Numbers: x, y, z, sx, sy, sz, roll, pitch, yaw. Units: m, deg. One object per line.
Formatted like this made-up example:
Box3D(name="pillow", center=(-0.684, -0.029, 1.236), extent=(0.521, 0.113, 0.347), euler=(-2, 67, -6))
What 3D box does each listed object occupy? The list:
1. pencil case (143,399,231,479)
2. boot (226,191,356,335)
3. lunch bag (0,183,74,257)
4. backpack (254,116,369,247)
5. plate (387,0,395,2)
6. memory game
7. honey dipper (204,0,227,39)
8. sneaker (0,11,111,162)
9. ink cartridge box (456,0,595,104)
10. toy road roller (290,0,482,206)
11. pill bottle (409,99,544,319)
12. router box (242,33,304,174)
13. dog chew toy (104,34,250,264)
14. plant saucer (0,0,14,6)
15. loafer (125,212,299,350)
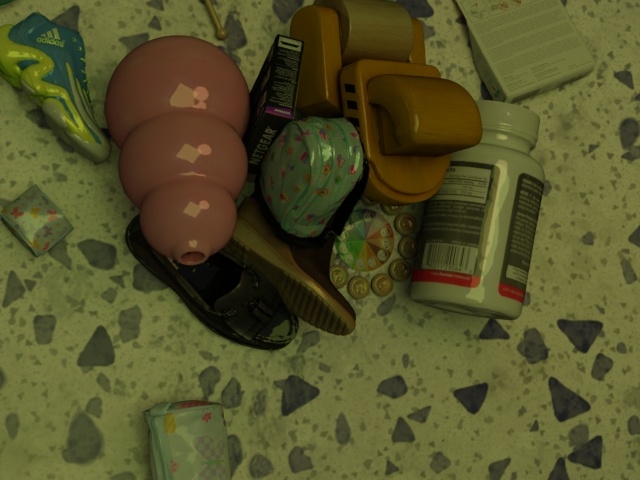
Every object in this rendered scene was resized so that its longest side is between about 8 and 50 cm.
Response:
Box3D(name="pencil case", center=(-0.187, 0.363, 1.599), extent=(0.124, 0.113, 0.273), euler=(-1, 85, -40))
Box3D(name="boot", center=(0.000, 0.000, 1.663), extent=(0.248, 0.090, 0.207), euler=(41, 56, 3))
Box3D(name="lunch bag", center=(-0.404, -0.025, 1.593), extent=(0.083, 0.053, 0.071), euler=(45, 72, 0))
Box3D(name="backpack", center=(-0.015, -0.090, 1.554), extent=(0.115, 0.182, 0.152), euler=(-10, 62, -39))
Box3D(name="plate", center=(0.055, -0.449, 1.783), extent=(0.188, 0.024, 0.188), euler=(2, 85, -17))
Box3D(name="memory game", center=(0.071, 0.000, 1.761), extent=(0.186, 0.012, 0.186), euler=(1, 85, -17))
Box3D(name="honey dipper", center=(-0.177, -0.381, 1.703), extent=(0.030, 0.030, 0.161), euler=(-27, 96, -17))
Box3D(name="sneaker", center=(-0.360, -0.230, 1.602), extent=(0.240, 0.091, 0.126), euler=(47, 74, -8))
Box3D(name="ink cartridge box", center=(0.326, -0.347, 1.858), extent=(0.181, 0.056, 0.225), euler=(-21, 74, -18))
Box3D(name="toy road roller", center=(0.106, -0.215, 1.649), extent=(0.202, 0.240, 0.330), euler=(-2, 84, -37))
Box3D(name="pill bottle", center=(0.249, -0.047, 1.734), extent=(0.176, 0.176, 0.319), euler=(14, 82, -16))
Box3D(name="router box", center=(-0.074, -0.193, 1.626), extent=(0.046, 0.179, 0.133), euler=(14, 63, -12))
Box3D(name="dog chew toy", center=(-0.189, -0.119, 1.548), extent=(0.206, 0.207, 0.332), euler=(1, 59, -17))
Box3D(name="plant saucer", center=(-0.477, -0.390, 1.613), extent=(0.119, 0.021, 0.119), euler=(1, 85, -17))
Box3D(name="loafer", center=(-0.154, 0.064, 1.641), extent=(0.302, 0.095, 0.109), euler=(37, 77, -12))
